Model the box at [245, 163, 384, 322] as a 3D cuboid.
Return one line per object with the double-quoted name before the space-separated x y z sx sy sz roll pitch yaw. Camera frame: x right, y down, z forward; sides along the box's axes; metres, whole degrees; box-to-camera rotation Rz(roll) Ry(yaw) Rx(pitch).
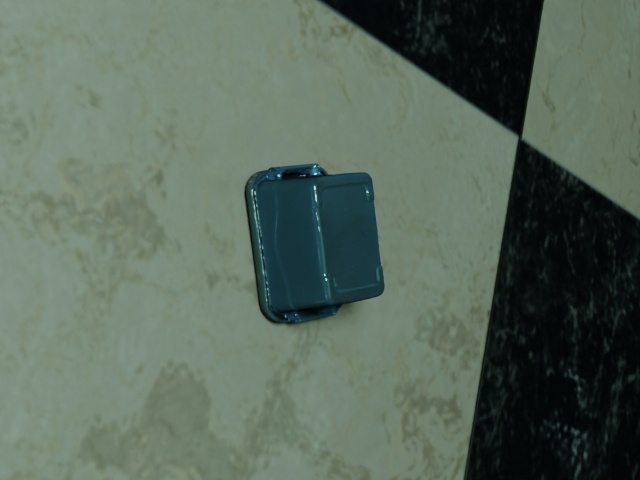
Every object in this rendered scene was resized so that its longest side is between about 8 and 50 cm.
"box" 0.000 0.000 0.949 0.074 0.054 0.099 -9 92 -44
